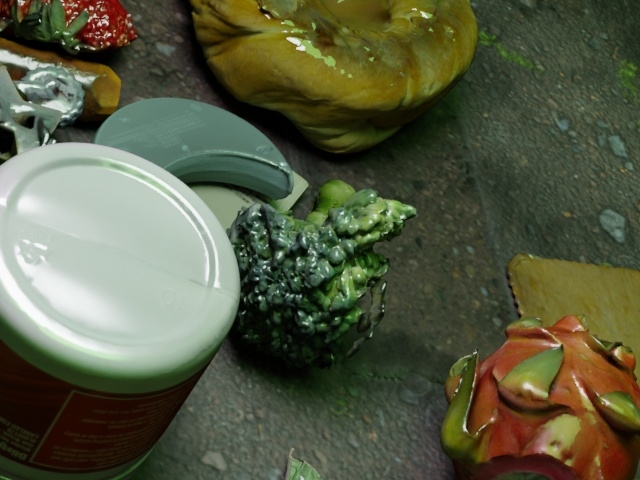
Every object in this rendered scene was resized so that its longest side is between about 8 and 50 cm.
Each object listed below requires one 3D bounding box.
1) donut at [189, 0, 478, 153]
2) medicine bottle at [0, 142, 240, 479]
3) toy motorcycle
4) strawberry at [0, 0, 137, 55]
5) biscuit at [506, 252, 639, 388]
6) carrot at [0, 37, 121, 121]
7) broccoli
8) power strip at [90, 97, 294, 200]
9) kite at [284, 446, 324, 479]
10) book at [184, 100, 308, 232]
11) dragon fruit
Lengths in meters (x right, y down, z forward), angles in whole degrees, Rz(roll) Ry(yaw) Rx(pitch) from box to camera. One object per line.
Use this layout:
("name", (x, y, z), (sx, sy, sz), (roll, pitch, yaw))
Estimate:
("donut", (0.013, -0.271, 2.161), (0.360, 0.170, 0.360), (16, 52, -21))
("medicine bottle", (-0.225, 0.076, 1.662), (0.252, 0.241, 0.252), (17, 45, -18))
("toy motorcycle", (-0.330, -0.094, 1.865), (0.130, 0.094, 0.229), (24, 57, -4))
("strawberry", (-0.267, -0.249, 1.991), (0.192, 0.085, 0.140), (-1, 14, -31))
("biscuit", (0.331, 0.119, 2.117), (0.232, 0.013, 0.237), (7, 50, -25))
("carrot", (-0.364, -0.186, 1.943), (0.314, 0.066, 0.066), (13, 47, -16))
("broccoli", (0.008, -0.008, 1.901), (0.177, 0.198, 0.275), (38, 44, -5))
("power strip", (-0.162, -0.072, 1.929), (0.253, 0.054, 0.167), (-20, 58, -38))
("kite", (0.038, 0.341, 1.752), (0.268, 0.013, 0.323), (-26, 71, -41))
("book", (-0.129, -0.042, 1.978), (0.162, 0.022, 0.232), (36, 44, 2))
("dragon fruit", (0.228, 0.184, 1.859), (0.224, 0.224, 0.227), (23, 41, -11))
